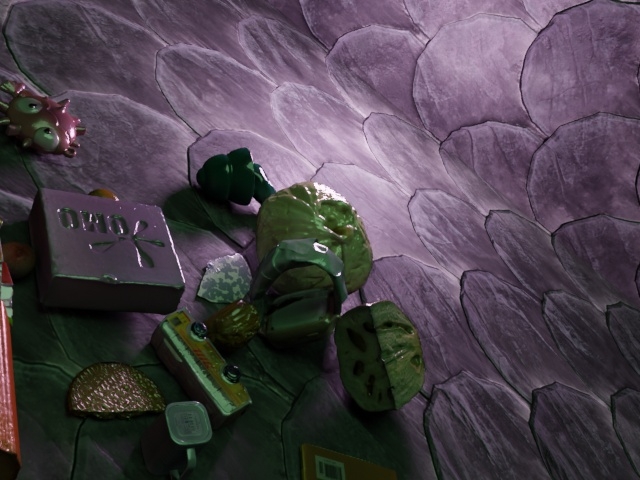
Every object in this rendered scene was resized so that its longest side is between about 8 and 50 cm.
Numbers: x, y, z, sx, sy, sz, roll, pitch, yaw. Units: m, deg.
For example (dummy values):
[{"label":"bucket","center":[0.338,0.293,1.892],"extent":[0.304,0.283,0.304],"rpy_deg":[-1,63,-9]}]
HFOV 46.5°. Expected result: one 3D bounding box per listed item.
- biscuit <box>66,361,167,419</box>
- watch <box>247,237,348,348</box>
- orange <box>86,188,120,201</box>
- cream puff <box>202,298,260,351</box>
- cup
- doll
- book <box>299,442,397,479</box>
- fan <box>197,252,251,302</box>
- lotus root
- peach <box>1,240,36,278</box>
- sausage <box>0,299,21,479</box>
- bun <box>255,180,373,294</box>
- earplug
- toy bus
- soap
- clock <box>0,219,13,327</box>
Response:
[{"label":"biscuit","center":[-0.404,0.295,1.466],"extent":[0.206,0.025,0.126],"rpy_deg":[11,42,-40]},{"label":"watch","center":[-0.060,0.118,1.791],"extent":[0.161,0.253,0.241],"rpy_deg":[-87,159,-52]},{"label":"orange","center":[-0.521,-0.085,1.774],"extent":[0.085,0.085,0.085],"rpy_deg":[27,33,-20]},{"label":"cream puff","center":[-0.201,0.200,1.712],"extent":[0.103,0.126,0.144],"rpy_deg":[57,41,-3]},{"label":"cup","center":[-0.269,0.387,1.401],"extent":[0.095,0.129,0.128],"rpy_deg":[4,49,-35]},{"label":"doll","center":[-0.697,-0.298,1.839],"extent":[0.262,0.093,0.211],"rpy_deg":[52,39,13]},{"label":"book","center":[0.080,0.620,1.568],"extent":[0.262,0.028,0.374],"rpy_deg":[25,34,-24]},{"label":"fan","center":[-0.241,0.100,1.902],"extent":[0.131,0.009,0.240],"rpy_deg":[41,31,0]},{"label":"lotus root","center":[0.153,0.281,1.919],"extent":[0.260,0.149,0.267],"rpy_deg":[-13,88,-63]},{"label":"peach","center":[-0.620,0.038,1.515],"extent":[0.083,0.083,0.083],"rpy_deg":[27,33,-20]},{"label":"sausage","center":[-0.592,0.241,1.144],"extent":[0.233,0.233,0.287],"rpy_deg":[13,41,-37]},{"label":"bun","center":[0.000,0.000,2.013],"extent":[0.352,0.227,0.349],"rpy_deg":[55,44,-8]},{"label":"earplug","center":[-0.221,-0.136,2.129],"extent":[0.280,0.257,0.164],"rpy_deg":[6,5,-21]},{"label":"toy bus","center":[-0.259,0.273,1.596],"extent":[0.106,0.092,0.268],"rpy_deg":[-23,68,-45]},{"label":"soap","center":[-0.471,0.029,1.631],"extent":[0.296,0.107,0.285],"rpy_deg":[7,40,-35]},{"label":"clock","center":[-0.686,0.019,1.339],"extent":[0.235,0.166,0.309],"rpy_deg":[12,60,-39]}]
